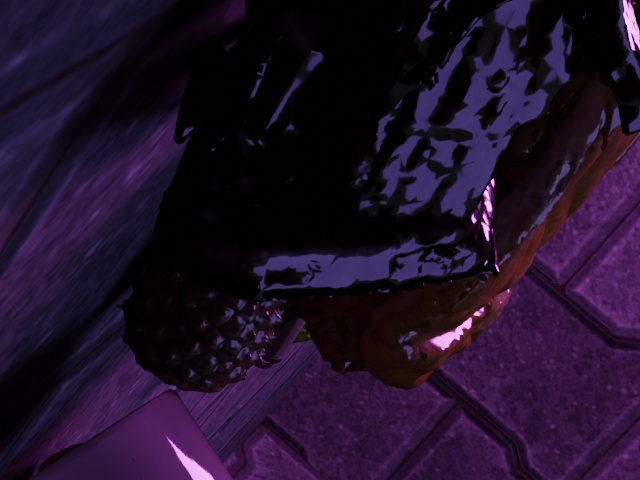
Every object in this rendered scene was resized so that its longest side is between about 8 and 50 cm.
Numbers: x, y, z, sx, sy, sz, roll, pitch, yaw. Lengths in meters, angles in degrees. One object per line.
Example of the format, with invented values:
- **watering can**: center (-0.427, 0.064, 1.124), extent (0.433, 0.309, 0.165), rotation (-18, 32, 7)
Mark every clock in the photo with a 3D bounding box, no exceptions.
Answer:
- **clock**: center (-0.128, 0.148, 0.879), extent (0.197, 0.068, 0.197), rotation (-34, 177, -2)

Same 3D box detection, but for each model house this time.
- **model house**: center (0.031, -0.079, 0.645), extent (0.203, 0.141, 0.164), rotation (-98, -157, -68)

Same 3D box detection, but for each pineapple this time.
- **pineapple**: center (-0.034, -0.001, 0.874), extent (0.074, 0.074, 0.159), rotation (-45, 168, -48)

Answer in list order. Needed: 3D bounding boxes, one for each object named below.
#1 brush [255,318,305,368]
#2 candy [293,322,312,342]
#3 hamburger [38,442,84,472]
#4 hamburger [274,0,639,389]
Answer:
- **brush**: center (-0.002, -0.001, 1.326), extent (0.067, 0.072, 0.313), rotation (-15, 157, -37)
- **candy**: center (0.037, 0.018, 1.653), extent (0.209, 0.097, 0.097), rotation (-38, 171, -27)
- **hamburger**: center (-0.172, 0.236, 1.106), extent (0.286, 0.146, 0.243), rotation (-49, 169, 18)
- **hamburger**: center (0.081, -0.047, 1.101), extent (0.283, 0.144, 0.259), rotation (-54, 173, 2)
